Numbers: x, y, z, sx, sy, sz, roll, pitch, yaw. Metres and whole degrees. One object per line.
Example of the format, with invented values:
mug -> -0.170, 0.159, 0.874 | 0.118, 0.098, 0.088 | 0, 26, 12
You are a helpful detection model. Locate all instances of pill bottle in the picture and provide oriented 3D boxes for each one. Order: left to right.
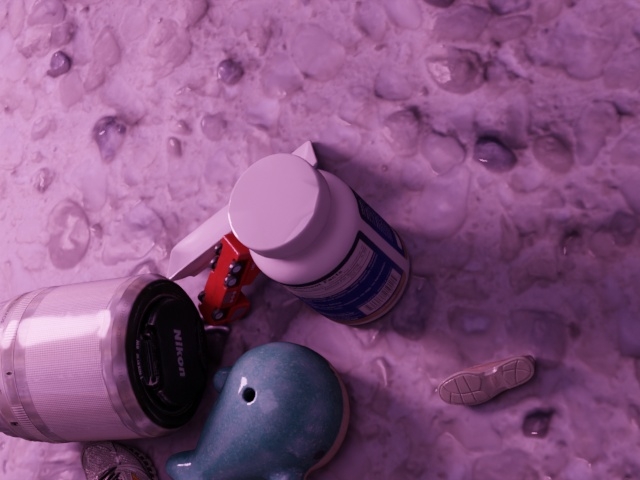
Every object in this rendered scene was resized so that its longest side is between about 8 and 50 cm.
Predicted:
pill bottle -> 0.000, 0.000, 1.419 | 0.153, 0.264, 0.153 | -11, 64, 23

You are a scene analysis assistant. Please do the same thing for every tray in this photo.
tray -> -0.107, -0.037, 1.600 | 0.270, 0.030, 0.145 | -38, 18, 8

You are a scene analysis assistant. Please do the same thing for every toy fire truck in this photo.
toy fire truck -> -0.086, 0.030, 1.550 | 0.047, 0.135, 0.192 | 49, 132, 33

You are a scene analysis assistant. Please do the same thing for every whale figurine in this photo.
whale figurine -> -0.096, 0.245, 1.437 | 0.272, 0.141, 0.216 | -38, 57, 9

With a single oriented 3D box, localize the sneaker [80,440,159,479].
sneaker -> -0.259, 0.348, 1.506 | 0.088, 0.092, 0.225 | -48, 55, 1

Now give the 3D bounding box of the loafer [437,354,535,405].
loafer -> 0.207, 0.171, 1.381 | 0.125, 0.039, 0.045 | -21, 94, 21

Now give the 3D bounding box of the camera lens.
camera lens -> -0.308, 0.165, 1.534 | 0.274, 0.219, 0.219 | -8, 66, 25
